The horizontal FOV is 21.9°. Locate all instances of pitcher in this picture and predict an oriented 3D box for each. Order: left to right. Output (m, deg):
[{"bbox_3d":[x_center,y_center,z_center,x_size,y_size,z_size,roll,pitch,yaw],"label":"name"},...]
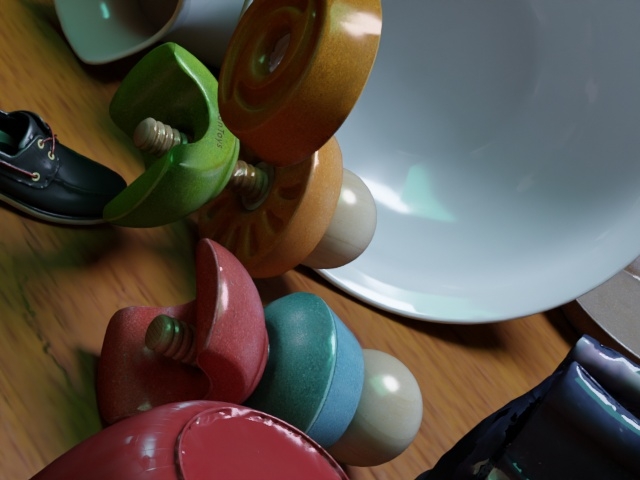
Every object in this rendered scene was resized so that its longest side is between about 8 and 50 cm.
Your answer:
[{"bbox_3d":[-0.043,-0.179,1.071,0.207,0.177,0.126,-9,75,-51],"label":"pitcher"}]

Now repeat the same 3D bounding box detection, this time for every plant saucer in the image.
[{"bbox_3d":[0.223,0.052,1.155,0.168,0.029,0.168,26,30,-17],"label":"plant saucer"}]

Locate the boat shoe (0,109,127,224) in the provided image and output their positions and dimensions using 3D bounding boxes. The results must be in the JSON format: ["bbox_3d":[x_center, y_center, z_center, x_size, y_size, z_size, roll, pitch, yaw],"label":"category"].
[{"bbox_3d":[-0.160,-0.045,0.885,0.133,0.042,0.049,21,29,-27],"label":"boat shoe"}]

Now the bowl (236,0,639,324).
[{"bbox_3d":[0.086,-0.107,1.029,0.297,0.298,0.134,27,11,-15],"label":"bowl"}]

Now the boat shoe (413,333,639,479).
[{"bbox_3d":[0.194,0.191,0.764,0.340,0.158,0.127,36,20,2],"label":"boat shoe"}]

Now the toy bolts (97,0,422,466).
[{"bbox_3d":[0.000,0.000,0.837,0.158,0.218,0.229,24,51,-32],"label":"toy bolts"}]

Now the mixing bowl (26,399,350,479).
[{"bbox_3d":[-0.042,0.132,0.681,0.181,0.098,0.181,27,29,-16],"label":"mixing bowl"}]
